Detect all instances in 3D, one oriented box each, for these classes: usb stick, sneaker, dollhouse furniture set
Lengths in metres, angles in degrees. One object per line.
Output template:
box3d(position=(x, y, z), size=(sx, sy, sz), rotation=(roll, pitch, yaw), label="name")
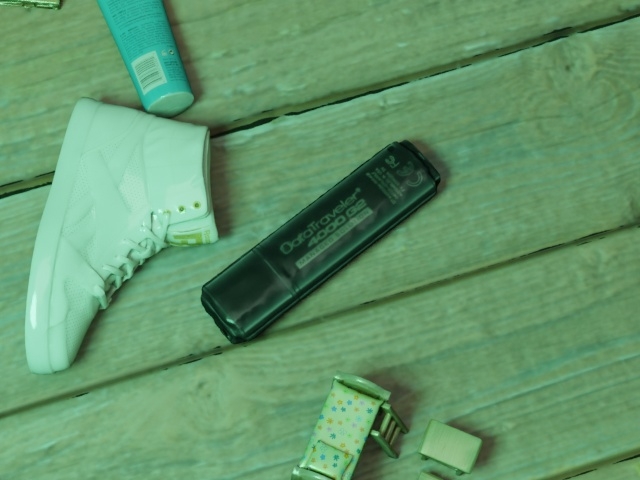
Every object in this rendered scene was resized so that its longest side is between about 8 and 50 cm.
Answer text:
box3d(position=(0.000, 0.000, 1.794), size=(0.278, 0.045, 0.077), rotation=(-38, 72, -12), label="usb stick")
box3d(position=(-0.190, 0.003, 1.753), size=(0.169, 0.108, 0.292), rotation=(10, 73, 4), label="sneaker")
box3d(position=(0.052, 0.244, 1.696), size=(0.161, 0.101, 0.182), rotation=(22, 74, 4), label="dollhouse furniture set")

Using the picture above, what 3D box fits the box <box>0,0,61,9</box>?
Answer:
box3d(position=(-0.351, -0.350, 1.892), size=(0.164, 0.021, 0.201), rotation=(5, 75, -1), label="box")

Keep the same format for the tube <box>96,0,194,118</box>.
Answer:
box3d(position=(-0.191, -0.229, 1.852), size=(0.080, 0.052, 0.207), rotation=(-17, 70, -12), label="tube")
